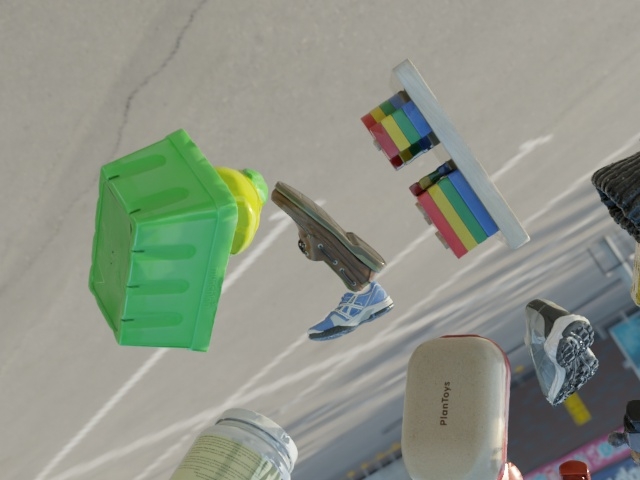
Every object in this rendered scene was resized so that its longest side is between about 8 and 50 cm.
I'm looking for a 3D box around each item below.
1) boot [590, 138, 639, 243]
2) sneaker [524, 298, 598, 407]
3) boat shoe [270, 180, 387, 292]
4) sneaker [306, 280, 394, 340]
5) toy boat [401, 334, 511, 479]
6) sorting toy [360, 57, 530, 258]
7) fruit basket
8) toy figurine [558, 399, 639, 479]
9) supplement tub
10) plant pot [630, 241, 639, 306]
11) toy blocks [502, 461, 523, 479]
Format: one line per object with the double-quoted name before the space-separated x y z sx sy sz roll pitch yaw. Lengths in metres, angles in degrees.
"boot" 0.512 -0.120 1.404 0.260 0.131 0.348 -43 173 13
"sneaker" 0.402 0.188 1.682 0.100 0.108 0.271 -37 142 -14
"boat shoe" 0.000 0.000 2.124 0.104 0.307 0.110 -48 -166 11
"sneaker" 0.061 0.167 2.279 0.211 0.081 0.080 -26 169 -6
"toy boat" 0.205 0.254 1.394 0.151 0.231 0.151 -4 159 32
"sorting toy" 0.144 -0.092 1.275 0.089 0.257 0.255 -35 -178 5
"fruit basket" -0.221 -0.011 1.803 0.392 0.283 0.392 -22 140 -20
"toy figurine" 0.424 0.332 1.250 0.209 0.213 0.148 -40 137 -18
"supplement tub" -0.209 0.546 2.119 0.325 0.235 0.235 -56 -174 -39
"plant pot" 0.702 0.057 1.898 0.187 0.212 0.212 5 -175 13
"toy blocks" 0.325 0.531 1.926 0.261 0.381 0.191 11 158 -40
